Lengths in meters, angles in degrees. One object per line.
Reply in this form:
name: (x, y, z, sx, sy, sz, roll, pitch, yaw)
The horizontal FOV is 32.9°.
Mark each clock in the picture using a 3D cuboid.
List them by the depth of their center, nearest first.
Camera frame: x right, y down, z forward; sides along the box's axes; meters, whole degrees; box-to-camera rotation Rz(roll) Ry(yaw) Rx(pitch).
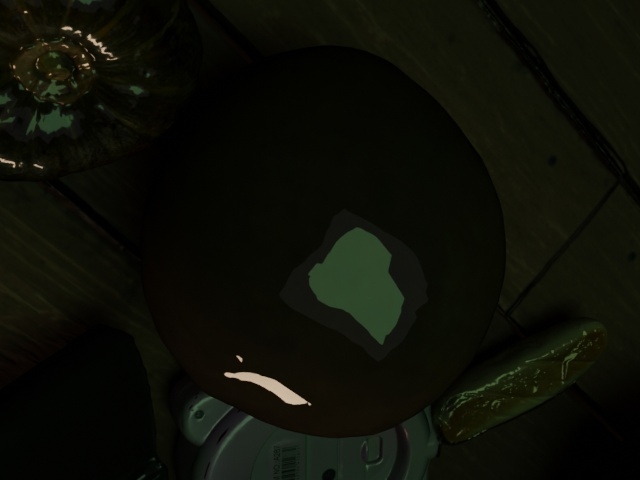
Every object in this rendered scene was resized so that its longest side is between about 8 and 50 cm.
clock: (-0.015, 0.195, 1.000, 0.247, 0.090, 0.228, -8, 109, -23)

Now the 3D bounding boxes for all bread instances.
bread: (0.199, 0.141, 1.111, 0.214, 0.053, 0.073, -27, 113, -14)

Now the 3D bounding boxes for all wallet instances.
wallet: (-0.279, 0.251, 0.800, 0.406, 0.062, 0.228, -35, 130, -39)

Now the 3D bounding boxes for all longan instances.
longan: (0.003, -0.003, 0.828, 0.297, 0.297, 0.297, -9, 110, -24)

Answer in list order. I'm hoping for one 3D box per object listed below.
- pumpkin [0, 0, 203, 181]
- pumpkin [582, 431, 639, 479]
pumpkin: (-0.201, -0.148, 0.760, 0.219, 0.162, 0.219, -8, 132, -9)
pumpkin: (0.436, 0.348, 1.132, 0.363, 0.266, 0.363, 9, 124, 13)
